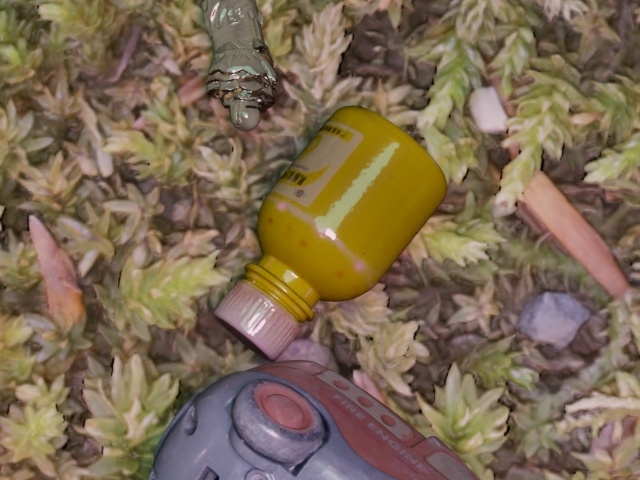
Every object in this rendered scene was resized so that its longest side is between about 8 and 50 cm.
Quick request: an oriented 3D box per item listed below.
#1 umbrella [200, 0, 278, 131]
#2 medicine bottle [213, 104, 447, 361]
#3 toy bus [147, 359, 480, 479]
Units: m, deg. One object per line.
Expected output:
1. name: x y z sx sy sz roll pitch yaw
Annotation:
1. umbrella: -0.072 -0.164 1.489 0.067 0.062 0.143 6 66 -30
2. medicine bottle: 0.000 0.000 1.414 0.122 0.122 0.212 37 79 9
3. toy bus: 0.017 0.220 1.313 0.294 0.232 0.197 38 116 14
